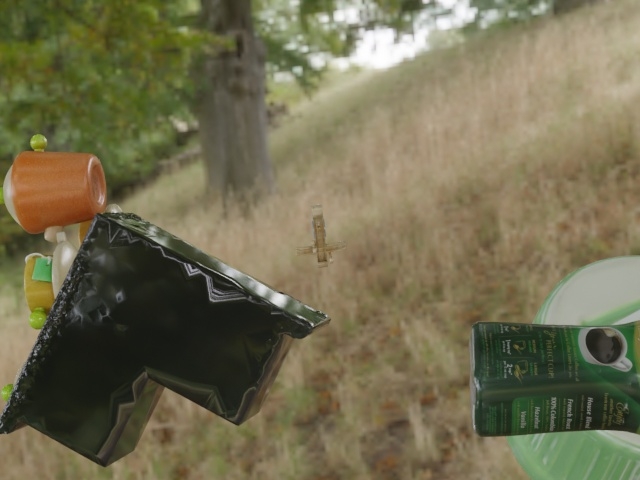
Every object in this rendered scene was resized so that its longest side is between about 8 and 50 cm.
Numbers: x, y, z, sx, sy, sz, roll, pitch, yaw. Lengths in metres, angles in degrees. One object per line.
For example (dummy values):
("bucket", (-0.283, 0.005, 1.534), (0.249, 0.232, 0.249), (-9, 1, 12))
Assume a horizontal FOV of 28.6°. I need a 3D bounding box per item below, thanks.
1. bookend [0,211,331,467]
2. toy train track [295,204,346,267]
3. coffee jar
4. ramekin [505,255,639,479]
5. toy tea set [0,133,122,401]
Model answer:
("bookend", (-0.100, 0.084, 0.812), (0.157, 0.156, 0.072), (26, 5, 8))
("toy train track", (0.000, 0.000, 1.157), (0.048, 0.083, 0.014), (-8, 49, -2))
("coffee jar", (0.216, 0.114, 1.042), (0.184, 0.079, 0.096), (-1, 38, 6))
("ramekin", (0.365, 0.163, 1.430), (0.303, 0.303, 0.148), (-7, -36, -9))
("toy tea set", (-0.309, 0.045, 1.407), (0.124, 0.200, 0.336), (-5, 43, 7))
